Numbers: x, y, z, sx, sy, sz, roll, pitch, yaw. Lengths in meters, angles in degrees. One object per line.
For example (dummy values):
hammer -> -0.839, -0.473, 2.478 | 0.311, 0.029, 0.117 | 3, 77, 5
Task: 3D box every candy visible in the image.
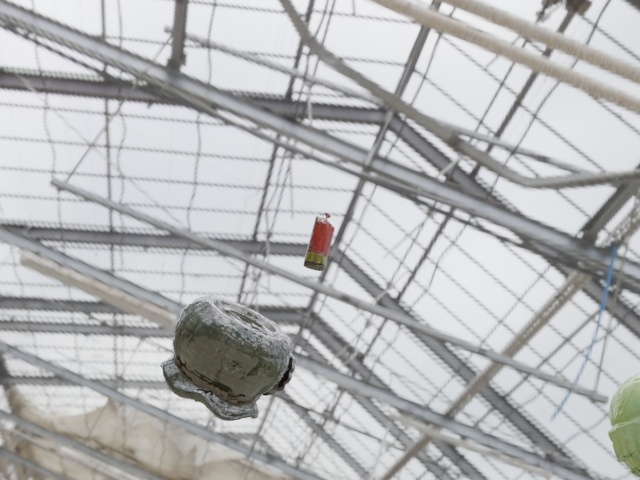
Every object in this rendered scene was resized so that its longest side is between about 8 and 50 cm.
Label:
candy -> 0.336, 0.262, 0.677 | 0.092, 0.335, 0.093 | -34, -23, 29

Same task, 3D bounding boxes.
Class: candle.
candle -> 0.000, 0.000, 1.861 | 0.052, 0.130, 0.052 | 13, -13, 3

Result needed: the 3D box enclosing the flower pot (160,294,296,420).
flower pot -> -0.211, 0.270, 1.963 | 0.302, 0.213, 0.302 | 29, 5, -3
